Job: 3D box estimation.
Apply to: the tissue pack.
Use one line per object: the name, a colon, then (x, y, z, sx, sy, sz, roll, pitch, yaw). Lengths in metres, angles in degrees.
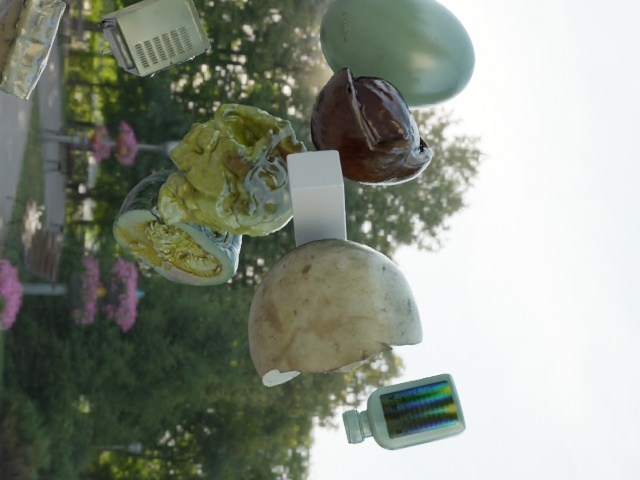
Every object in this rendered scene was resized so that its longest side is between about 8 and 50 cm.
tissue pack: (-0.700, -0.487, 1.998, 0.256, 0.123, 0.215, -60, -145, 20)

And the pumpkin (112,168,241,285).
pumpkin: (-0.322, -0.045, 2.029, 0.263, 0.293, 0.196, -21, -143, 39)

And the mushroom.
mushroom: (0.018, 0.093, 1.201, 0.195, 0.254, 0.188, 3, 74, -62)

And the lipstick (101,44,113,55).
lipstick: (-0.484, -0.473, 2.087, 0.037, 0.116, 0.037, 38, -42, 44)

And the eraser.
eraser: (0.000, 0.001, 1.298, 0.298, 0.076, 0.078, 85, -1, -47)

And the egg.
egg: (0.134, -0.337, 1.498, 0.203, 0.283, 0.202, -158, -90, -88)

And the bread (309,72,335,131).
bread: (0.096, -0.327, 2.159, 0.376, 0.208, 0.251, -71, 160, -66)

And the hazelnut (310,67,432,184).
hazelnut: (0.083, -0.172, 1.329, 0.160, 0.202, 0.170, -46, -139, 45)

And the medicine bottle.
medicine bottle: (0.158, 0.340, 1.658, 0.083, 0.229, 0.121, 79, -2, -69)

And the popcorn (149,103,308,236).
popcorn: (-0.164, -0.136, 1.682, 0.237, 0.293, 0.292, 20, -72, 59)

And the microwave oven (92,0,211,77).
microwave oven: (-0.365, -0.443, 1.845, 0.145, 0.194, 0.240, 67, -13, -22)
